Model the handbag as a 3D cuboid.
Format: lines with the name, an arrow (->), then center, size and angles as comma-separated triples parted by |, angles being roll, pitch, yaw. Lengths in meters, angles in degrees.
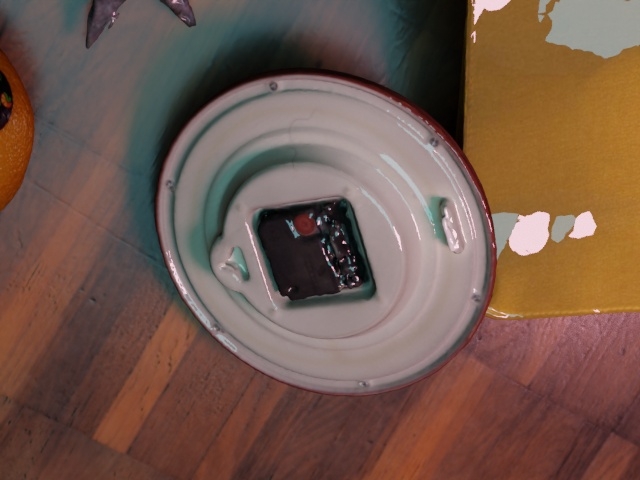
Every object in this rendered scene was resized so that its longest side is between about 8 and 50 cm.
handbag -> 0.263, -0.126, 1.327 | 0.283, 0.133, 0.401 | 2, 117, 3

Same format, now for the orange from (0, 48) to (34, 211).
orange -> -0.339, -0.098, 1.257 | 0.206, 0.206, 0.206 | -2, 106, -8

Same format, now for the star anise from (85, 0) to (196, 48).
star anise -> -0.163, -0.259, 1.304 | 0.204, 0.061, 0.181 | -6, 106, -8

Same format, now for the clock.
clock -> 0.000, 0.000, 1.328 | 0.318, 0.080, 0.318 | 8, 119, 15
